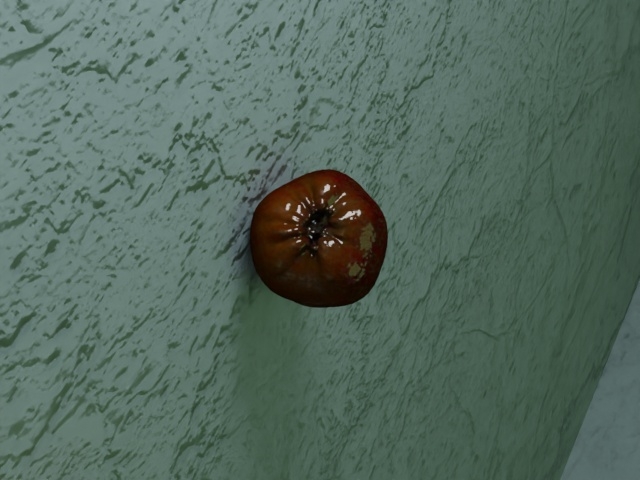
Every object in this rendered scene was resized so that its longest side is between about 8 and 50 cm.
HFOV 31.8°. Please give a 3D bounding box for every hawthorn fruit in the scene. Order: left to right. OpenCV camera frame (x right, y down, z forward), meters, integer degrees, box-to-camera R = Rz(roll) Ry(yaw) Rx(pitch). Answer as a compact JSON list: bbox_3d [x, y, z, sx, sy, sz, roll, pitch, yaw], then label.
[{"bbox_3d":[0.000,0.000,1.065,0.138,0.133,0.132,70,40,-75],"label":"hawthorn fruit"}]
